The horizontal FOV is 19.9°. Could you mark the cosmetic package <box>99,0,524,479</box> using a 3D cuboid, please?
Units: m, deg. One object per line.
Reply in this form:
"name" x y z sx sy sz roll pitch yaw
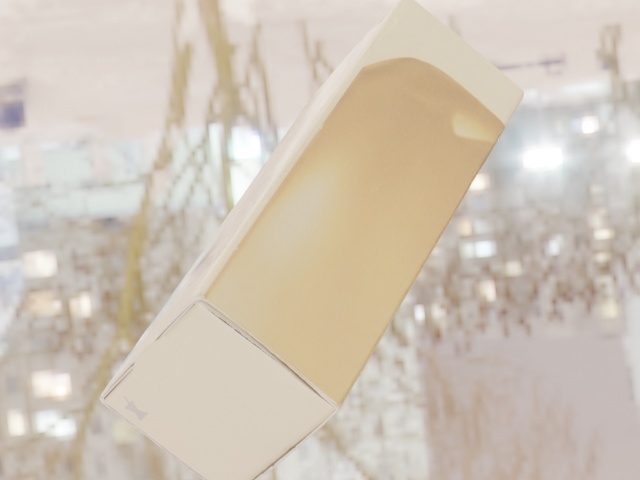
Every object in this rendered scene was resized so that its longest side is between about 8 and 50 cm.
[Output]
"cosmetic package" 0.000 0.000 0.440 0.060 0.041 0.115 -44 -170 51
